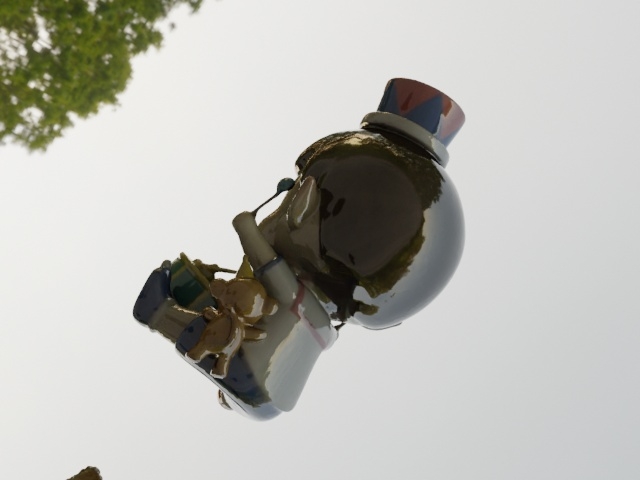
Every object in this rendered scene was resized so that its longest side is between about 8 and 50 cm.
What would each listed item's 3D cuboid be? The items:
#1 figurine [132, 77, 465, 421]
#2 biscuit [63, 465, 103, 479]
[{"bbox_3d":[0.005,0.004,0.535,0.275,0.161,0.158,-38,-137,-9],"label":"figurine"},{"bbox_3d":[-0.332,0.454,1.063,0.230,0.131,0.025,66,-22,-8],"label":"biscuit"}]
